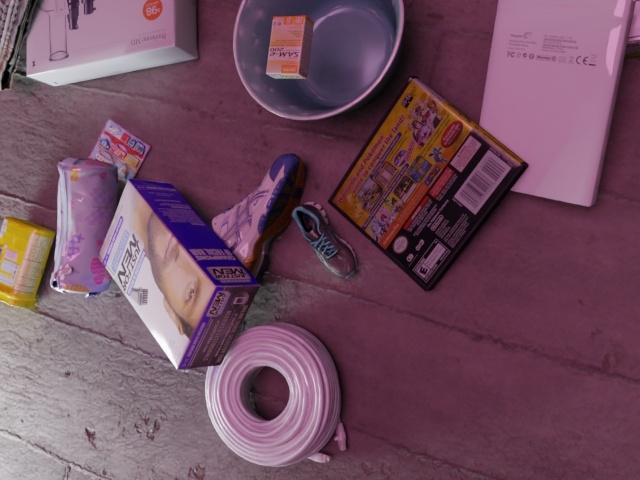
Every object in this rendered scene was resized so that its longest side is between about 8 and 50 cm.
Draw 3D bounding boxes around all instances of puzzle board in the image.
[{"bbox_3d":[-0.422,-0.185,1.614,0.128,0.011,0.096,33,98,22],"label":"puzzle board"}]

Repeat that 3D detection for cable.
[{"bbox_3d":[-0.089,0.277,1.389,0.257,0.089,0.257,-8,83,22],"label":"cable"}]

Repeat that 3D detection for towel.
[{"bbox_3d":[-0.718,-0.527,1.684,0.324,0.056,0.312,38,111,35],"label":"towel"}]

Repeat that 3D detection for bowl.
[{"bbox_3d":[0.019,-0.347,1.359,0.312,0.163,0.311,-2,85,22],"label":"bowl"}]

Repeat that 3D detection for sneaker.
[{"bbox_3d":[0.000,0.000,1.384,0.065,0.076,0.166,-42,71,15],"label":"sneaker"},{"bbox_3d":[-0.138,-0.040,1.427,0.131,0.112,0.296,30,96,23],"label":"sneaker"}]

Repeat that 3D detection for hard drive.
[{"bbox_3d":[0.357,-0.224,1.211,0.203,0.040,0.307,16,109,32],"label":"hard drive"}]

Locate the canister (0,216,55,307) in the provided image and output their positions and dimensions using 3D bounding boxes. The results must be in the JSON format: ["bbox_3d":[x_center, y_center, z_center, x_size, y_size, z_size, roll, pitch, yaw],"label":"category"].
[{"bbox_3d":[-0.647,0.045,1.655,0.126,0.073,0.169,19,91,23],"label":"canister"}]

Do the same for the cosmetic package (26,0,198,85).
[{"bbox_3d":[-0.438,-0.494,1.603,0.377,0.097,0.284,-5,86,23],"label":"cosmetic package"}]

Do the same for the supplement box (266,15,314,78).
[{"bbox_3d":[-0.050,-0.319,1.278,0.062,0.036,0.098,6,88,24],"label":"supplement box"}]

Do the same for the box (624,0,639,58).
[{"bbox_3d":[0.490,-0.437,1.209,0.169,0.087,0.289,-7,82,23],"label":"box"}]

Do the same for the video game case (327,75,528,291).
[{"bbox_3d":[0.172,-0.096,1.311,0.248,0.035,0.274,43,116,20],"label":"video game case"}]

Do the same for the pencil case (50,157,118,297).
[{"bbox_3d":[-0.473,-0.029,1.537,0.113,0.124,0.273,19,104,45],"label":"pencil case"}]

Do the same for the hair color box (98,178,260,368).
[{"bbox_3d":[-0.269,0.054,1.411,0.339,0.110,0.185,43,117,35],"label":"hair color box"}]
